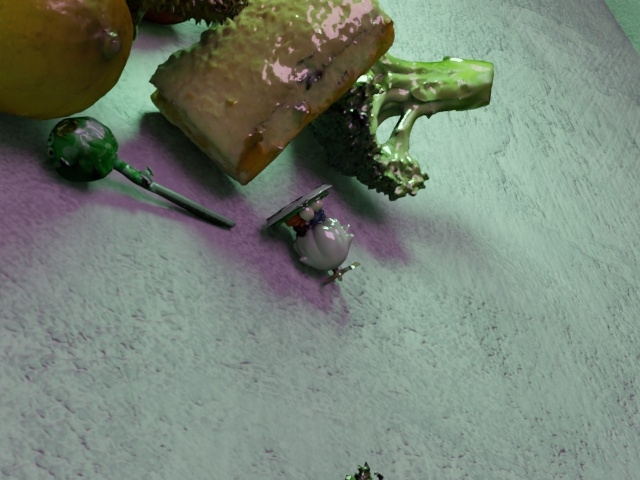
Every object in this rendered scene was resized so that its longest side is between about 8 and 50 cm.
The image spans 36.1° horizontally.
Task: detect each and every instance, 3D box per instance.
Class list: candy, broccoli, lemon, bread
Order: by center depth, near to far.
[{"bbox_3d":[0.051,0.343,1.269,0.092,0.097,0.095,45,-8,-16],"label":"broccoli"},{"bbox_3d":[-0.404,-0.293,1.365,0.319,0.245,0.245,13,22,27],"label":"lemon"},{"bbox_3d":[-0.257,-0.088,1.465,0.323,0.097,0.097,28,34,-34],"label":"candy"},{"bbox_3d":[-0.076,-0.285,1.621,0.375,0.165,0.236,-43,79,-13],"label":"bread"},{"bbox_3d":[0.126,-0.312,1.864,0.397,0.275,0.353,-42,115,-20],"label":"broccoli"}]

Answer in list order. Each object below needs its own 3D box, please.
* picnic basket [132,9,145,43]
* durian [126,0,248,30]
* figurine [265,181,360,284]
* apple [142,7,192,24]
[{"bbox_3d":[-0.416,-0.428,1.616,0.165,0.139,0.267,-14,62,-52],"label":"picnic basket"},{"bbox_3d":[-0.224,-0.435,1.482,0.258,0.258,0.293,15,1,-35],"label":"durian"},{"bbox_3d":[0.000,0.000,1.591,0.154,0.132,0.132,57,34,-1],"label":"figurine"},{"bbox_3d":[-0.289,-0.509,1.766,0.234,0.234,0.234,27,36,-21],"label":"apple"}]
